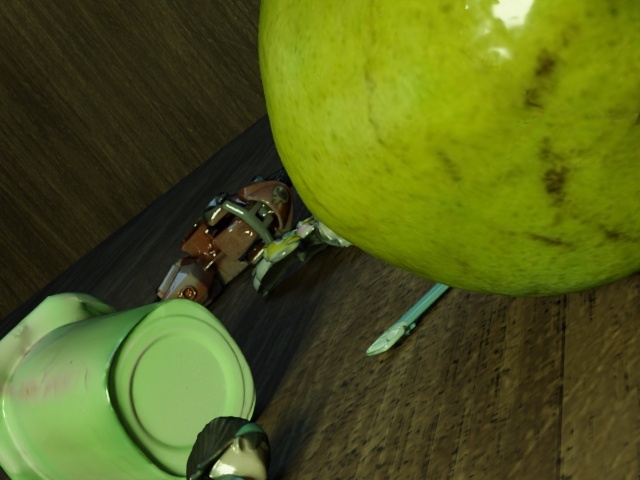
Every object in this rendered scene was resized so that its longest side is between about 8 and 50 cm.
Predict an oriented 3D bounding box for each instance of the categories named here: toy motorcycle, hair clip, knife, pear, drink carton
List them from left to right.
[{"bbox_3d":[-0.128,0.104,0.969,0.142,0.146,0.144,-17,23,47],"label":"drink carton"},{"bbox_3d":[-0.098,0.006,1.477,0.212,0.084,0.118,-48,11,-7],"label":"toy motorcycle"},{"bbox_3d":[0.000,-0.001,1.255,0.116,0.049,0.172,-28,-3,-17],"label":"hair clip"},{"bbox_3d":[0.064,0.041,0.889,0.096,0.010,0.027,-42,9,-30],"label":"knife"},{"bbox_3d":[0.095,-0.101,0.681,0.253,0.253,0.307,-42,6,-19],"label":"pear"}]

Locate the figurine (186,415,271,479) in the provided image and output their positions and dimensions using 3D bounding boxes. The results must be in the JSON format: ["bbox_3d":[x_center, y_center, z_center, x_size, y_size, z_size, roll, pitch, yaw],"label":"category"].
[{"bbox_3d":[-0.055,0.140,0.783,0.106,0.047,0.060,-74,-1,-62],"label":"figurine"}]
